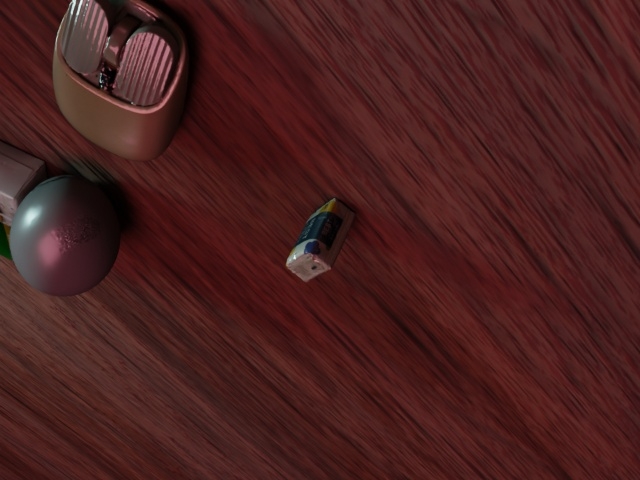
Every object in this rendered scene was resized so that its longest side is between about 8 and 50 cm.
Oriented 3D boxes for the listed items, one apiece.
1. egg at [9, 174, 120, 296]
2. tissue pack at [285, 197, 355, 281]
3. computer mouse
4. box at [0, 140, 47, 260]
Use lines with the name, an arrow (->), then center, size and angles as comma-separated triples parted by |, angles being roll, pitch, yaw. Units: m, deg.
egg -> -0.348, -0.006, 1.231 | 0.146, 0.146, 0.199 | 27, 134, 2
tissue pack -> 0.000, 0.000, 1.037 | 0.042, 0.083, 0.062 | 35, 147, -13
computer mouse -> -0.218, -0.168, 0.973 | 0.145, 0.082, 0.236 | 31, 148, -2
box -> -0.470, -0.060, 1.313 | 0.135, 0.081, 0.199 | 25, 145, 6
